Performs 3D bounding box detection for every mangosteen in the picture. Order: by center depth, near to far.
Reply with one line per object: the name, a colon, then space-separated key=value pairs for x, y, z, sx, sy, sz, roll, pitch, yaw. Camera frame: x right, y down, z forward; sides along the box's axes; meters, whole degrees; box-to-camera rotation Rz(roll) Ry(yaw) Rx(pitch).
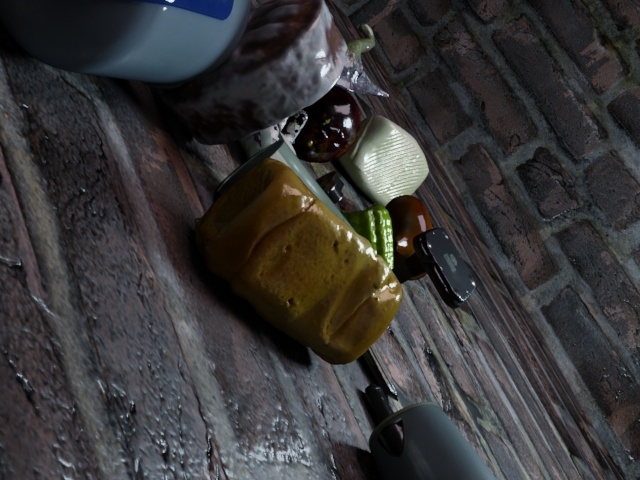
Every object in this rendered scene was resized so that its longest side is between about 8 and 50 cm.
mangosteen: x=-0.005 y=-0.237 z=1.914 sx=0.172 sy=0.172 sz=0.184 roll=50 pitch=8 yaw=-20

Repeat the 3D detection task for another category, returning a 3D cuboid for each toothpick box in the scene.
toothpick box: x=-0.232 y=-0.310 z=1.166 sx=0.263 sy=0.263 sz=0.354 roll=57 pitch=16 yaw=2

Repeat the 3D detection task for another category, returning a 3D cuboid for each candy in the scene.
candy: x=-0.095 y=-0.245 z=1.416 sx=0.157 sy=0.289 sz=0.214 roll=52 pitch=35 yaw=-34
candy: x=0.077 y=0.045 z=1.610 sx=0.097 sy=0.097 sz=0.209 roll=1 pitch=86 yaw=-72

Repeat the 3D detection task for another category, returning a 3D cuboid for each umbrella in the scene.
umbrella: x=0.099 y=0.268 z=1.416 sx=0.036 sy=0.031 sz=0.133 roll=64 pitch=1 yaw=-58

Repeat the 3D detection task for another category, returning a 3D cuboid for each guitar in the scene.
guitar: x=0.008 y=-0.068 z=1.666 sx=0.038 sy=0.084 sz=0.271 roll=54 pitch=4 yaw=-12

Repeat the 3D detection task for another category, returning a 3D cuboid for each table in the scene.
table: x=-0.036 y=-0.025 z=1.425 sx=0.220 sy=0.126 sz=0.126 roll=53 pitch=15 yaw=-14

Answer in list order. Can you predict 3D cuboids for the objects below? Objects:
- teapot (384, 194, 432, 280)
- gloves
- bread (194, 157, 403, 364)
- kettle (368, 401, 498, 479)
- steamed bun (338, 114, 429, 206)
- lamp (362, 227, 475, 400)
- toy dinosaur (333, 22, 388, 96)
teapot: x=0.158 y=-0.007 z=2.038 sx=0.252 sy=0.135 sz=0.178 roll=-144 pitch=-128 yaw=-80
gloves: x=-0.094 y=-0.196 z=1.659 sx=0.127 sy=0.111 sz=0.212 roll=17 pitch=37 yaw=-29
bread: x=-0.023 y=0.038 z=1.270 sx=0.294 sy=0.167 sz=0.132 roll=44 pitch=-5 yaw=-34
kettle: x=0.180 y=0.342 z=1.273 sx=0.210 sy=0.160 sz=0.243 roll=23 pitch=30 yaw=-46
steamed bun: x=0.132 y=-0.193 z=2.269 sx=0.152 sy=0.170 sz=0.238 roll=38 pitch=-4 yaw=45
lamp: x=0.124 y=0.123 z=1.453 sx=0.124 sy=0.283 sz=0.203 roll=-26 pitch=82 yaw=-48
toy dinosaur: x=0.010 y=-0.344 z=1.836 sx=0.294 sy=0.077 sz=0.162 roll=1 pitch=59 yaw=-31
